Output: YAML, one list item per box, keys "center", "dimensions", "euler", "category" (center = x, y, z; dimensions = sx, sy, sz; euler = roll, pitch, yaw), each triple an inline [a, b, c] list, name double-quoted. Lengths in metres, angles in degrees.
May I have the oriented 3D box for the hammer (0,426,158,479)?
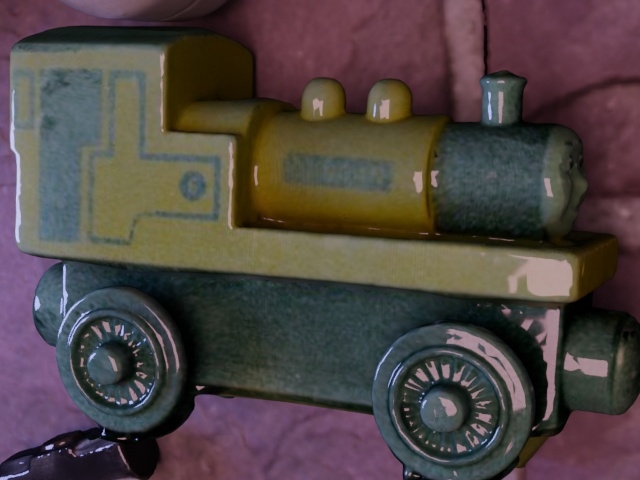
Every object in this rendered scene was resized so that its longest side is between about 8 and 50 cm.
- center: [-0.107, 0.302, 0.879]
  dimensions: [0.111, 0.043, 0.365]
  euler: [-20, 95, 23]
  category: "hammer"

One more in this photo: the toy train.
- center: [0.000, 0.000, 0.709]
  dimensions: [0.369, 0.150, 0.237]
  euler: [4, 98, 23]
  category: "toy train"

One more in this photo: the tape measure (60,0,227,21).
- center: [-0.103, -0.270, 0.707]
  dimensions: [0.265, 0.130, 0.258]
  euler: [36, 112, 17]
  category: "tape measure"

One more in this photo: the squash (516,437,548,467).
- center: [0.135, 0.096, 0.741]
  dimensions: [0.027, 0.027, 0.083]
  euler: [41, 111, 9]
  category: "squash"
